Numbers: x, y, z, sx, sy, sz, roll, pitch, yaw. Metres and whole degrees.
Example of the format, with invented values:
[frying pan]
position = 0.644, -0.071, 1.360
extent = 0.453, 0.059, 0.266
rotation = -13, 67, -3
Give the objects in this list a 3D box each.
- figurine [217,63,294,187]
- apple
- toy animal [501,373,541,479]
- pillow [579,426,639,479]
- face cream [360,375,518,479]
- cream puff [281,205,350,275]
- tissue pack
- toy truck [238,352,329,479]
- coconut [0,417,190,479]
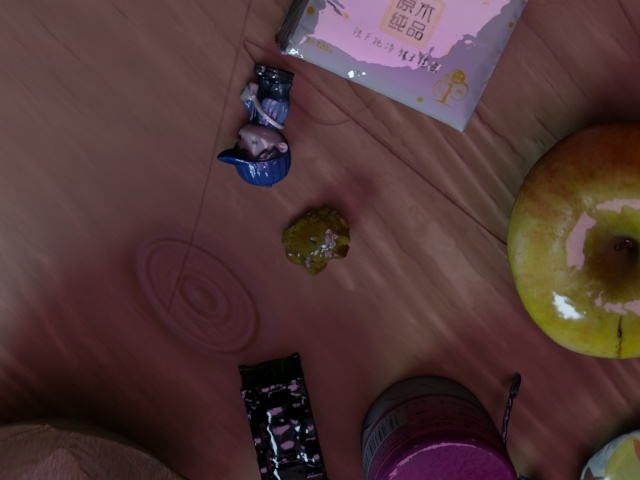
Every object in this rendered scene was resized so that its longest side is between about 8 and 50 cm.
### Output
[figurine]
position = -0.062, -0.130, 1.754
extent = 0.079, 0.077, 0.136
rotation = 19, 91, -46
[apple]
position = 0.350, 0.000, 1.726
extent = 0.286, 0.233, 0.286
rotation = 2, 98, 11
[toy animal]
position = 0.254, 0.300, 1.911
extent = 0.070, 0.079, 0.253
rotation = -16, 107, 7
[pillow]
position = 0.438, 0.333, 1.917
extent = 0.214, 0.086, 0.233
rotation = -14, 109, 18
[face cream]
position = 0.139, 0.273, 1.830
extent = 0.175, 0.195, 0.175
rotation = -1, 110, -4
[cream puff]
position = 0.000, 0.000, 1.804
extent = 0.058, 0.083, 0.083
rotation = 12, 99, -55
[tissue pack]
position = 0.090, -0.252, 1.690
extent = 0.225, 0.124, 0.185
rotation = 22, 103, -12
[toy truck]
position = -0.033, 0.283, 1.857
extent = 0.088, 0.121, 0.259
rotation = -13, 109, -2
[coconut]
position = -0.305, 0.362, 1.748
extent = 0.346, 0.360, 0.346
rotation = 6, 147, 4
